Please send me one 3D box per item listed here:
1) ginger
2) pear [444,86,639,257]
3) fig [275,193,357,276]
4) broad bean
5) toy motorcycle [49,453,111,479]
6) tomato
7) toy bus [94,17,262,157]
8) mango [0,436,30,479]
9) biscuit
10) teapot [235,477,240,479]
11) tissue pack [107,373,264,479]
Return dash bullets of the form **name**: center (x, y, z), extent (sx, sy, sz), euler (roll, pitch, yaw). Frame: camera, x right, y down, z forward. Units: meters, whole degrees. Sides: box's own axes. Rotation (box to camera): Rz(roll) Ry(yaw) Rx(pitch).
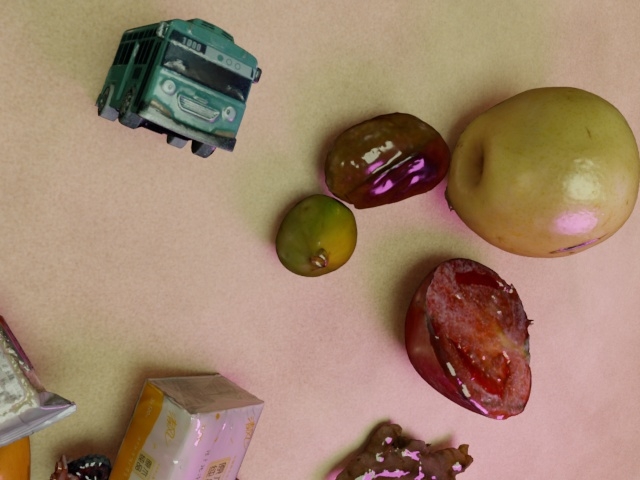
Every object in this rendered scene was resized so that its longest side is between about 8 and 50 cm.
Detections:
- **ginger**: center (0.172, 0.461, 1.311), extent (0.333, 0.080, 0.166), euler (15, 83, -25)
- **pear**: center (0.384, -0.118, 1.123), extent (0.309, 0.309, 0.309), euler (-9, 109, -26)
- **fig**: center (-0.006, -0.005, 1.044), extent (0.153, 0.120, 0.136), euler (-46, 134, -36)
- **broad bean**: center (0.109, -0.131, 1.066), extent (0.228, 0.122, 0.156), euler (-11, 136, -19)
- **toy motorcycle**: center (-0.399, 0.404, 0.965), extent (0.118, 0.084, 0.212), euler (15, 113, -35)
- **tomato**: center (0.256, 0.196, 1.221), extent (0.309, 0.170, 0.309), euler (15, 61, -30)
- **toy bus**: center (-0.185, -0.195, 0.805), extent (0.128, 0.256, 0.147), euler (18, 93, -32)
- **mango**: center (-0.467, 0.337, 0.890), extent (0.112, 0.145, 0.219), euler (11, 83, 3)
- **biscuit**: center (-0.464, 0.134, 0.817), extent (0.186, 0.079, 0.309), euler (-31, 94, -22)
- **teapot**: center (-0.170, 0.467, 1.120), extent (0.098, 0.078, 0.129), euler (-32, 118, -17)
- **tissue pack**: center (-0.213, 0.335, 0.997), extent (0.185, 0.124, 0.225), euler (14, 99, -60)
